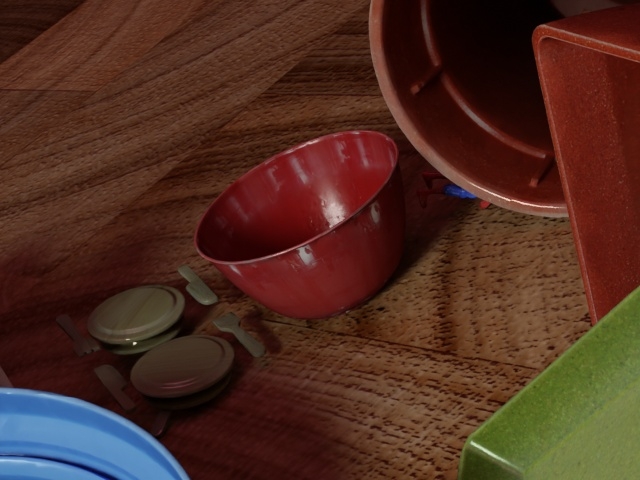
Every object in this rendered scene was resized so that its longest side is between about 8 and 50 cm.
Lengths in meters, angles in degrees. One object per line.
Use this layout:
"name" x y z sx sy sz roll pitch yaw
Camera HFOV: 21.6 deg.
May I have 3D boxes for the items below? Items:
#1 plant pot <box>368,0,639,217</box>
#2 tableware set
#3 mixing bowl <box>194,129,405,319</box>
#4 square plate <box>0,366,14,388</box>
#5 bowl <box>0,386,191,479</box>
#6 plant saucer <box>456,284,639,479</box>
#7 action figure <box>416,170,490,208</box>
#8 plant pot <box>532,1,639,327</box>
"plant pot" 0.217 -0.197 1.360 0.272 0.272 0.265 -10 21 33
"tableware set" -0.131 0.093 1.393 0.128 0.039 0.194 -23 29 -17
"mixing bowl" 0.000 0.000 1.365 0.181 0.098 0.181 -23 26 12
"square plate" -0.364 0.196 1.200 0.344 0.049 0.347 -33 62 -12
"bowl" -0.242 0.257 1.020 0.391 0.077 0.391 -7 42 6
"plant saucer" 0.141 0.143 0.942 0.188 0.045 0.188 -48 17 38
"action figure" 0.139 -0.046 1.398 0.115 0.030 0.038 -6 38 28
"plant pot" 0.309 -0.019 0.944 0.236 0.267 0.267 -24 24 -18
